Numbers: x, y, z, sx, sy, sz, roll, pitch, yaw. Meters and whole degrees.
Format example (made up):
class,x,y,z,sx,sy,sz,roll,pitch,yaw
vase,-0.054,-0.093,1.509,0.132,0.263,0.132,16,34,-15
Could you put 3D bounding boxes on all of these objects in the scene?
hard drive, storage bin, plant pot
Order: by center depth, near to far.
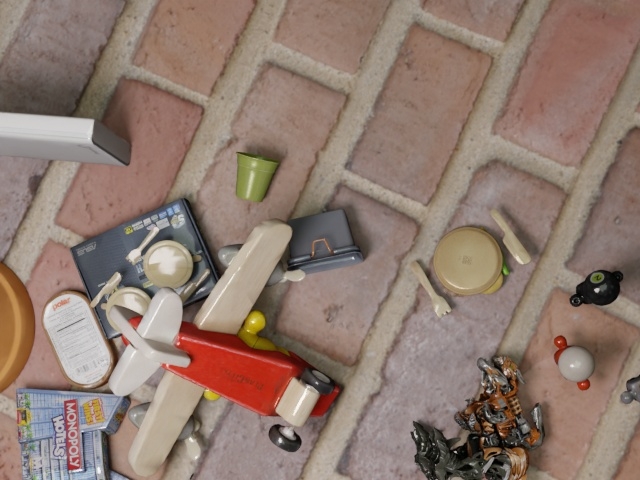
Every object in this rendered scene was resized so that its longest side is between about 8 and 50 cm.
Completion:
class,x,y,z,sx,sy,sz,roll,pitch,yaw
plant pot,-0.681,0.153,1.842,0.291,0.203,0.291,-1,84,5
hard drive,-0.538,-0.185,1.843,0.353,0.233,0.047,5,84,6
storage bin,0.000,0.000,1.852,0.135,0.098,0.091,-13,73,4
plant pot,-0.121,-0.113,1.882,0.083,0.083,0.079,15,98,6

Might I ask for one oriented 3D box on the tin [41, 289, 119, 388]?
class,x,y,z,sx,sy,sz,roll,pitch,yaw
tin,-0.439,0.180,1.902,0.106,0.040,0.190,-25,83,-2

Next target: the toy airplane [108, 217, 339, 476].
class,x,y,z,sx,sy,sz,roll,pitch,yaw
toy airplane,-0.187,0.185,1.761,0.386,0.272,0.384,-20,115,-10

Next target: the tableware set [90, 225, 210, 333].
class,x,y,z,sx,sy,sz,roll,pitch,yaw
tableware set,-0.300,0.081,1.837,0.128,0.039,0.194,40,97,-5

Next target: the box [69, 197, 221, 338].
class,x,y,z,sx,sy,sz,roll,pitch,yaw
box,-0.312,0.052,1.888,0.232,0.059,0.183,-23,84,3

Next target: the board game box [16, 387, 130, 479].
class,x,y,z,sx,sy,sz,roll,pitch,yaw
board game box,-0.435,0.346,1.854,0.194,0.060,0.194,-10,67,1

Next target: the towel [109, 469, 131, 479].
class,x,y,z,sx,sy,sz,roll,pitch,yaw
towel,-0.380,0.525,1.866,0.285,0.034,0.209,23,85,5

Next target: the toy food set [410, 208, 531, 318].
class,x,y,z,sx,sy,sz,roll,pitch,yaw
toy food set,0.265,0.041,1.852,0.192,0.038,0.132,-32,76,7

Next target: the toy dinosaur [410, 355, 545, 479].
class,x,y,z,sx,sy,sz,roll,pitch,yaw
toy dinosaur,0.283,0.362,1.769,0.218,0.164,0.322,0,63,-11

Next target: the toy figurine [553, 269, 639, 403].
class,x,y,z,sx,sy,sz,roll,pitch,yaw
toy figurine,0.510,0.165,1.757,0.209,0.148,0.213,20,87,7
